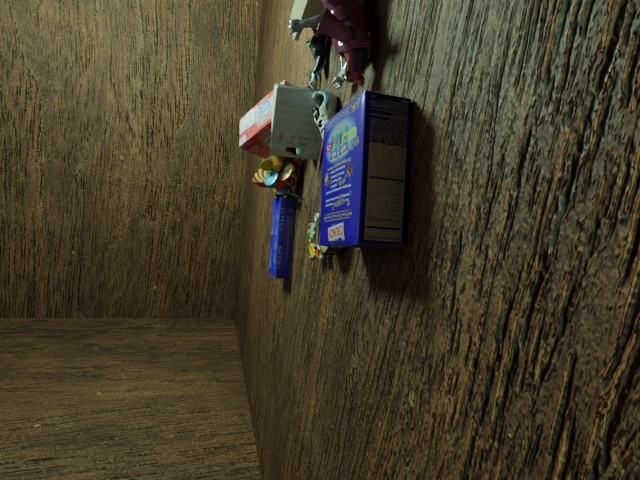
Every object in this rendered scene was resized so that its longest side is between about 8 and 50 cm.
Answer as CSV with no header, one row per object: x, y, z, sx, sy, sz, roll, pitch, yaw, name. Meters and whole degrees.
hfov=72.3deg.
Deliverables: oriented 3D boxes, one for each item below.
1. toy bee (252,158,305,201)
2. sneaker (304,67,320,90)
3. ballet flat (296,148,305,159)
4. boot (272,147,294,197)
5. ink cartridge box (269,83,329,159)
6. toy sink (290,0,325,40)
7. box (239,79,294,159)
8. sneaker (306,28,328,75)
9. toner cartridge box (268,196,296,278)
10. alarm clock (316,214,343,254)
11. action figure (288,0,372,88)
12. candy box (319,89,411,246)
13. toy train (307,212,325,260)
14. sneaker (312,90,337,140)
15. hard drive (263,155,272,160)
-0.145,-0.268,1.826,0.162,0.298,0.195,-61,-22,-6,toy bee
-0.047,-0.556,1.633,0.063,0.074,0.171,-134,50,-68,sneaker
-0.049,-0.419,1.615,0.077,0.091,0.241,-58,-21,-78,ballet flat
-0.161,-0.321,1.960,0.295,0.104,0.212,130,134,-69,boot
-0.078,-0.406,1.510,0.066,0.188,0.233,-111,28,-54,ink cartridge box
0.001,-0.775,1.422,0.234,0.131,0.153,121,148,-48,toy sink
-0.187,-0.478,1.768,0.299,0.142,0.154,-27,57,38,box
-0.015,-0.674,1.541,0.067,0.078,0.188,-173,86,-73,sneaker
-0.171,-0.014,1.949,0.165,0.075,0.348,-166,80,-74,toner cartridge box
0.040,-0.019,1.264,0.192,0.064,0.130,-159,74,-74,alarm clock
0.080,-0.571,1.146,0.275,0.248,0.371,-20,77,26,action figure
0.093,-0.141,1.013,0.268,0.122,0.318,180,94,-72,candy box
0.000,0.000,1.437,0.125,0.046,0.167,131,140,-54,toy train
0.017,-0.366,1.373,0.085,0.086,0.238,125,143,-58,sneaker
-0.233,-0.548,2.173,0.353,0.047,0.233,-94,14,-65,hard drive
